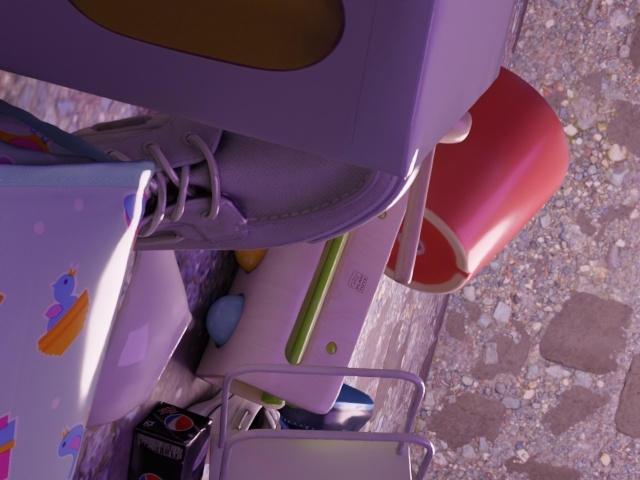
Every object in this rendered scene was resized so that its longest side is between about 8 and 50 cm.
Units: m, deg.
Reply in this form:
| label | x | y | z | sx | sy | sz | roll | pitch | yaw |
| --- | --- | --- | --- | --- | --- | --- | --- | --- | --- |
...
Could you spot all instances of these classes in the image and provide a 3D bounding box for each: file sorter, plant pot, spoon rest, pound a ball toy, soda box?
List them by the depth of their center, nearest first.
| label | x | y | z | sx | sy | sz | roll | pitch | yaw |
| --- | --- | --- | --- | --- | --- | --- | --- | --- | --- |
| spoon rest | -0.117 | 0.015 | 0.797 | 0.276 | 0.084 | 0.137 | -61 | -176 | -21 |
| file sorter | 0.000 | 0.258 | 0.893 | 0.173 | 0.192 | 0.278 | 101 | -9 | -51 |
| soda box | -0.147 | 0.241 | 0.998 | 0.060 | 0.053 | 0.169 | -42 | 147 | -64 |
| pound a ball toy | 0.000 | 0.000 | 1.041 | 0.208 | 0.135 | 0.319 | -13 | -127 | 64 |
| plant pot | 0.175 | -0.076 | 1.479 | 0.243 | 0.274 | 0.275 | -53 | 157 | -31 |

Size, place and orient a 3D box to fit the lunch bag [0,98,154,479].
| label | x | y | z | sx | sy | sz | roll | pitch | yaw |
| --- | --- | --- | --- | --- | --- | --- | --- | --- | --- |
| lunch bag | -0.203 | 0.052 | 0.372 | 0.262 | 0.160 | 0.224 | -5 | 115 | -63 |

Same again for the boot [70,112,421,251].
| label | x | y | z | sx | sy | sz | roll | pitch | yaw |
| --- | --- | --- | --- | --- | --- | --- | --- | --- | --- |
| boot | -0.082 | -0.021 | 0.563 | 0.123 | 0.258 | 0.095 | -38 | 115 | -61 |

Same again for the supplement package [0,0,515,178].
| label | x | y | z | sx | sy | sz | roll | pitch | yaw |
| --- | --- | --- | --- | --- | --- | --- | --- | --- | --- |
| supplement package | -0.040 | -0.178 | 0.491 | 0.198 | 0.262 | 0.199 | -46 | 149 | -61 |

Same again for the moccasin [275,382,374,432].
| label | x | y | z | sx | sy | sz | roll | pitch | yaw |
| --- | --- | --- | --- | --- | --- | --- | --- | --- | --- |
| moccasin | 0.011 | 0.253 | 1.446 | 0.117 | 0.137 | 0.342 | -67 | 164 | -4 |

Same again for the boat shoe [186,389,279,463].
| label | x | y | z | sx | sy | sz | roll | pitch | yaw |
| --- | --- | --- | --- | --- | --- | --- | --- | --- | --- |
| boat shoe | -0.083 | 0.199 | 1.145 | 0.226 | 0.075 | 0.083 | -29 | 135 | -70 |
